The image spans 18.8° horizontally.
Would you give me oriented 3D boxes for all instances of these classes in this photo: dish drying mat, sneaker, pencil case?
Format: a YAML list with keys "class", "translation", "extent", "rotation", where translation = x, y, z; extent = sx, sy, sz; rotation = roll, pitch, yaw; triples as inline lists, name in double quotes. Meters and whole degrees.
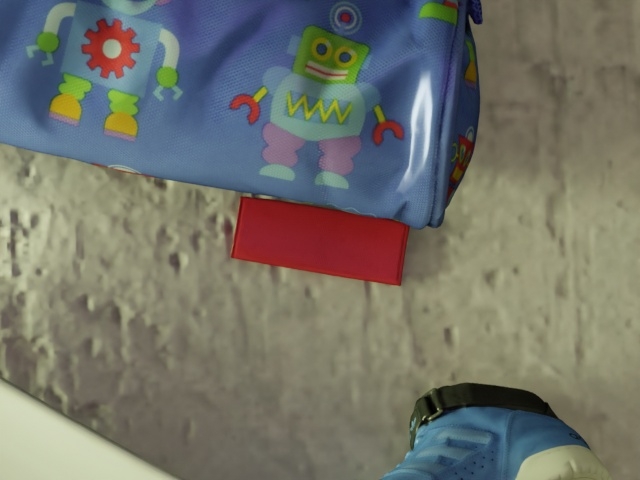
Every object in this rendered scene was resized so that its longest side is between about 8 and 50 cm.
- class: "dish drying mat"
  translation: [0.000, 0.000, 0.933]
  extent: [0.083, 0.008, 0.032]
  rotation: [9, 83, -1]
- class: "sneaker"
  translation: [0.047, 0.112, 0.880]
  extent: [0.152, 0.084, 0.058]
  rotation: [-19, 125, -12]
- class: "pencil case"
  translation: [-0.074, -0.097, 0.888]
  extent: [0.306, 0.119, 0.133]
  rotation: [12, 104, 0]

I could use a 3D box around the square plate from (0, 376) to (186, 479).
- class: "square plate"
  translation: [-0.176, 0.241, 0.874]
  extent: [0.344, 0.049, 0.347]
  rotation: [28, 82, 4]
